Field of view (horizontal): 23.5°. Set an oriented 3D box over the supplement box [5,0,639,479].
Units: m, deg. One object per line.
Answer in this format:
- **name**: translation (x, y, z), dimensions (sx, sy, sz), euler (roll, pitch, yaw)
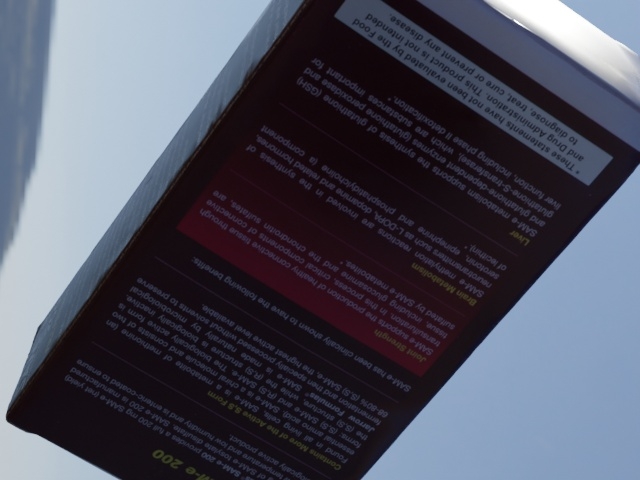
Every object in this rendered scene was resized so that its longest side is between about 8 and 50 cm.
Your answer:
- **supplement box**: translation (0.000, 0.000, 0.577), dimensions (0.239, 0.130, 0.073), euler (-51, -164, 23)
